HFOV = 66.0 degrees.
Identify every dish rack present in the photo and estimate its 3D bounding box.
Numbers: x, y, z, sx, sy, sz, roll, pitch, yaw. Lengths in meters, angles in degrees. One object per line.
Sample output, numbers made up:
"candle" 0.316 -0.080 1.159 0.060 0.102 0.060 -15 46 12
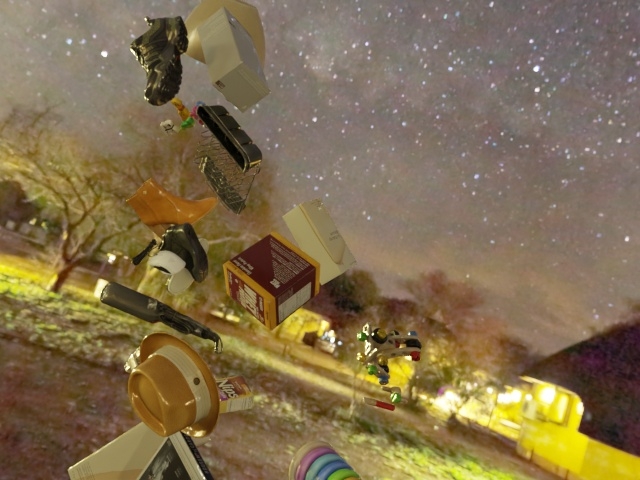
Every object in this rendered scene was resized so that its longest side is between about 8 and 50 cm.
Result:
"dish rack" -0.252 -0.195 1.275 0.208 0.074 0.271 51 -39 16

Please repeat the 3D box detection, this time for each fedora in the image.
"fedora" -0.250 0.247 0.797 0.194 0.194 0.079 15 24 28

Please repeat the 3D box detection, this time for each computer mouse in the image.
"computer mouse" -0.484 0.051 1.491 0.193 0.106 0.042 15 -44 33

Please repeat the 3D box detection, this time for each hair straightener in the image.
"hair straightener" -0.263 0.128 0.812 0.230 0.047 0.089 26 -15 9

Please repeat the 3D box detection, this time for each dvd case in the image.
"dvd case" -0.323 0.536 1.024 0.179 0.239 0.029 38 4 41

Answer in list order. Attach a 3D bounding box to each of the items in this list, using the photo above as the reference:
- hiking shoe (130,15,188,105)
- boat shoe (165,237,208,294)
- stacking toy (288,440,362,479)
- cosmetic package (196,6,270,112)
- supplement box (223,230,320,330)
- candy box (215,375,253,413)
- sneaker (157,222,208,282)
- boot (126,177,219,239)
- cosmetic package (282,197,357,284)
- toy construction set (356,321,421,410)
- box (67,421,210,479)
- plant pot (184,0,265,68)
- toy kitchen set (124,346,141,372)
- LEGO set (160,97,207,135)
"hiking shoe" -0.378 -0.409 1.129 0.114 0.227 0.086 6 -18 8
"boat shoe" -0.517 0.092 1.870 0.079 0.255 0.095 3 -34 30
"stacking toy" 0.056 0.579 1.114 0.141 0.141 0.330 25 -11 -27
"cosmetic package" -0.221 -0.457 1.245 0.127 0.107 0.238 34 28 -55
"supplement box" -0.136 0.109 1.396 0.191 0.194 0.129 34 -38 28
"candy box" -0.313 0.478 1.517 0.186 0.053 0.109 0 21 -30
"sneaker" -0.475 0.048 1.710 0.130 0.087 0.228 -6 -59 22
"boot" -0.541 -0.143 1.789 0.211 0.295 0.104 57 15 -25
"cosmetic package" 0.000 0.000 1.936 0.113 0.310 0.160 -33 -3 30
"toy construction set" 0.208 0.449 1.823 0.237 0.309 0.257 22 -25 -24
"box" -0.463 0.553 1.278 0.121 0.311 0.148 58 2 17
"plant pot" -0.289 -0.656 1.544 0.284 0.191 0.284 19 24 -9
"toy kitchen set" -0.603 0.423 1.669 0.075 0.083 0.068 41 -6 -37
"LEGO set" -0.479 -0.452 1.735 0.227 0.087 0.093 -7 -37 34
